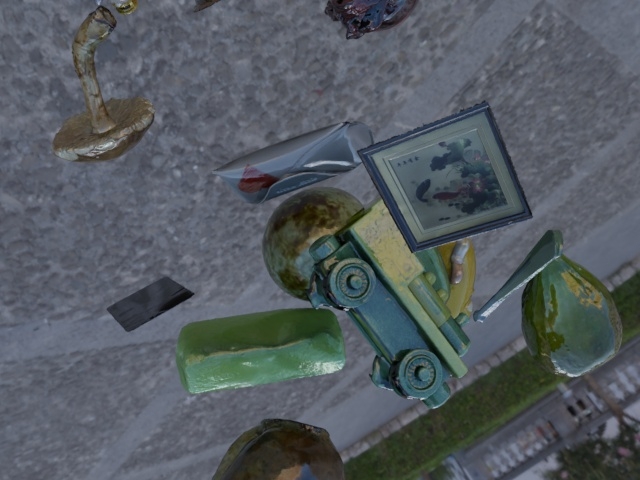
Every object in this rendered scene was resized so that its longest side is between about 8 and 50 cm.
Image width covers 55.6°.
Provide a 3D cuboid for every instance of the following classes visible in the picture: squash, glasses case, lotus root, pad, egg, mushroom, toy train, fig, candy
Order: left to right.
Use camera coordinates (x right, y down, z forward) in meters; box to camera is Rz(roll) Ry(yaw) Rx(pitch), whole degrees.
[{"bbox_3d":[-0.477,-0.318,1.303,0.233,0.302,0.208,1,-173,16],"label":"mushroom"},{"bbox_3d":[-0.267,0.096,0.943,0.112,0.157,0.003,-30,111,-23],"label":"pad"},{"bbox_3d":[-0.122,0.220,1.244,0.343,0.142,0.132,-6,112,-11],"label":"candy"},{"bbox_3d":[-0.053,-0.141,1.137,0.308,0.083,0.128,-18,170,17],"label":"glasses case"},{"bbox_3d":[-0.051,0.465,1.127,0.149,0.267,0.260,-33,-153,58],"label":"lotus root"},{"bbox_3d":[0.000,0.000,1.309,0.238,0.238,0.289,-53,-173,34],"label":"egg"},{"bbox_3d":[0.143,0.116,1.095,0.237,0.369,0.150,-38,-176,-21],"label":"toy train"},{"bbox_3d":[0.229,0.050,1.315,0.077,0.068,0.219,-34,115,-11],"label":"squash"},{"bbox_3d":[0.430,0.122,1.079,0.167,0.233,0.167,-26,177,-1],"label":"fig"}]

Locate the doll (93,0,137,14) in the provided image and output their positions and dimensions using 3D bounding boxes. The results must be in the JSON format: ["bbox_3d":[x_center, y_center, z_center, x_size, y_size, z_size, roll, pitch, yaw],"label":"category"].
[{"bbox_3d":[-0.400,-0.481,1.145,0.084,0.073,0.127,-43,160,-8],"label":"doll"}]

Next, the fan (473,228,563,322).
[{"bbox_3d":[0.237,0.052,0.746,0.016,0.038,0.193,15,141,-9],"label":"fan"}]

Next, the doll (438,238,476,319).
[{"bbox_3d":[0.340,0.041,1.628,0.161,0.348,0.423,9,119,3],"label":"doll"}]

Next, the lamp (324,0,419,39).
[{"bbox_3d":[0.101,-0.392,0.923,0.215,0.223,0.151,-33,137,23],"label":"lamp"}]

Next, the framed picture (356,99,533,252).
[{"bbox_3d":[0.178,-0.082,0.866,0.195,0.010,0.199,-18,120,25],"label":"framed picture"}]

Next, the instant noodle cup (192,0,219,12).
[{"bbox_3d":[-0.163,-0.557,1.178,0.274,0.274,0.091,-35,119,3],"label":"instant noodle cup"}]
